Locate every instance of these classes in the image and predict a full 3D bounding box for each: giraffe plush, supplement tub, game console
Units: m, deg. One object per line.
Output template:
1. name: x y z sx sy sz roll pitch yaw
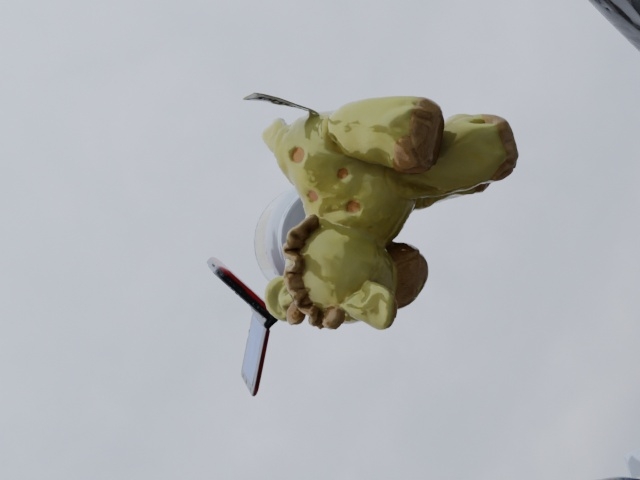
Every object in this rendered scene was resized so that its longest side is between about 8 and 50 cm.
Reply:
1. giraffe plush: 0.035 -0.013 1.011 0.181 0.210 0.171 159 116 -75
2. supplement tub: 0.000 0.000 1.570 0.144 0.144 0.199 -62 7 -6
3. game console: -0.097 0.092 1.454 0.085 0.124 0.144 -48 10 -3

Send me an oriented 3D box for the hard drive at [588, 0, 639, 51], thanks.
1. hard drive: 0.264 -0.126 0.793 0.254 0.172 0.054 32 -98 -36

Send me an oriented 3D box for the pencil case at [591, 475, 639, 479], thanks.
1. pencil case: 0.316 0.314 1.376 0.183 0.410 0.160 -107 15 -51

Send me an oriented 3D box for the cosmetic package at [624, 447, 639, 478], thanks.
1. cosmetic package: 0.625 0.423 1.623 0.394 0.327 0.329 48 -154 -44
